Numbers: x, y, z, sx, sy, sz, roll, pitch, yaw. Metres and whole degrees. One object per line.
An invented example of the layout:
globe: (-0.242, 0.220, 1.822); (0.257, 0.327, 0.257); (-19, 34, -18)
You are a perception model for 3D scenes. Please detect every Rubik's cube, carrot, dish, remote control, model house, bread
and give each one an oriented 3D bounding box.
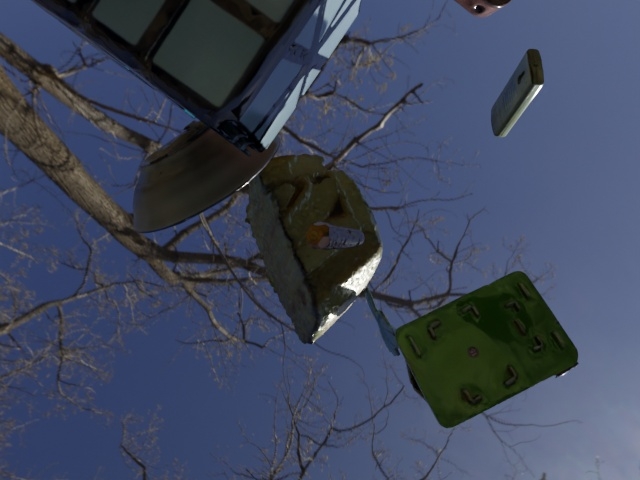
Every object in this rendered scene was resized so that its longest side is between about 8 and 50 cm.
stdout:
Rubik's cube: (-0.126, -0.302, 0.581); (0.283, 0.288, 0.294); (33, -86, -2)
carrot: (0.027, -0.006, 0.744); (0.042, 0.170, 0.042); (0, -90, 28)
dish: (-0.232, -0.146, 0.868); (0.316, 0.106, 0.317); (-26, -153, 14)
remote control: (0.470, -0.346, 1.144); (0.038, 0.233, 0.098); (0, -109, 0)
model house: (0.289, 0.204, 1.052); (0.300, 0.324, 0.340); (-24, -112, -8)
bread: (0.007, 0.006, 1.088); (0.263, 0.239, 0.396); (-16, -112, -27)

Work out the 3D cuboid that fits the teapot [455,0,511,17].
teapot: (0.241, -0.569, 0.735); (0.361, 0.305, 0.377); (21, -97, -21)
